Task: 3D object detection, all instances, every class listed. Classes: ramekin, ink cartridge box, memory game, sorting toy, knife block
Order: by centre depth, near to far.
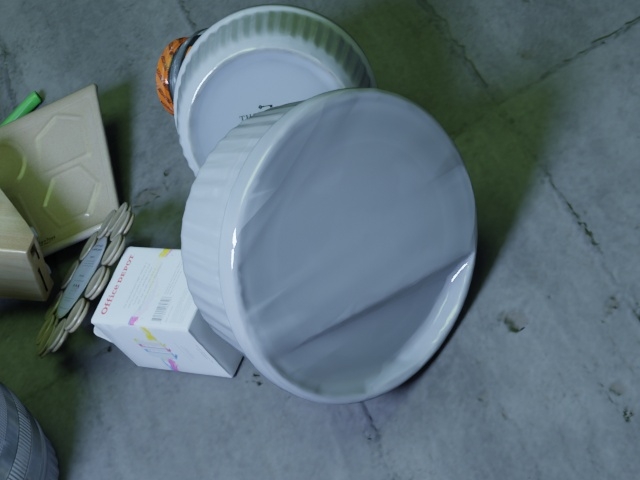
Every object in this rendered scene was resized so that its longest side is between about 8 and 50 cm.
[{"bbox_3d":[0.000,0.000,1.261,0.127,0.273,0.273,12,62,52],"label":"ramekin"},{"bbox_3d":[-0.045,-0.122,1.401,0.207,0.207,0.109,-28,17,9],"label":"ramekin"},{"bbox_3d":[-0.146,0.069,1.409,0.143,0.090,0.092,3,57,35],"label":"ink cartridge box"},{"bbox_3d":[-0.245,0.041,1.487,0.186,0.012,0.186,-51,19,24],"label":"memory game"},{"bbox_3d":[-0.456,0.006,1.554,0.242,0.088,0.275,-31,53,-17],"label":"knife block"},{"bbox_3d":[-0.323,-0.063,1.649,0.193,0.038,0.208,-23,58,15],"label":"sorting toy"}]

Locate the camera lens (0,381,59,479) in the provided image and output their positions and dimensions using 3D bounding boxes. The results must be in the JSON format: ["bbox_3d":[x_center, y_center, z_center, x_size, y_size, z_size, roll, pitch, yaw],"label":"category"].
[{"bbox_3d":[-0.403,0.191,1.338,0.219,0.274,0.219,-17,48,20],"label":"camera lens"}]

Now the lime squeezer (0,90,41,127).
[{"bbox_3d":[-0.471,-0.076,1.760,0.310,0.059,0.110,-37,44,2],"label":"lime squeezer"}]

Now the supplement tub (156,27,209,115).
[{"bbox_3d":[-0.079,-0.172,1.546,0.190,0.117,0.117,9,60,37],"label":"supplement tub"}]
